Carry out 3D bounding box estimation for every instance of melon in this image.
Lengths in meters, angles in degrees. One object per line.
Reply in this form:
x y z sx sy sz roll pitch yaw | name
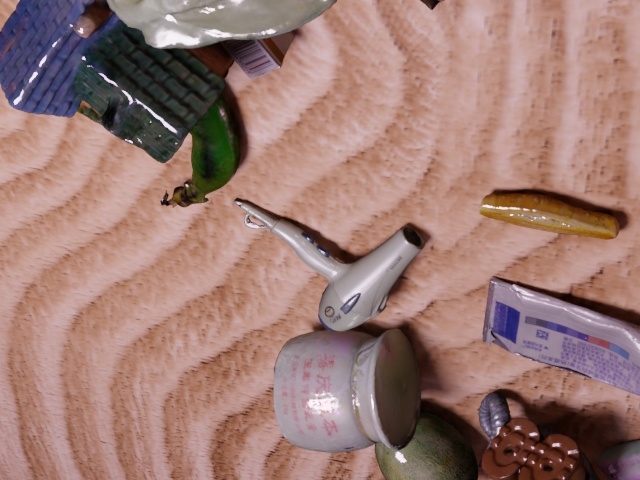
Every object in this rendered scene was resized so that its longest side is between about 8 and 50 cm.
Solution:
0.139 0.285 1.390 0.114 0.114 0.167 -22 121 41 | melon

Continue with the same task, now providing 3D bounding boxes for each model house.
-0.184 -0.156 0.952 0.183 0.172 0.166 36 108 -11 | model house

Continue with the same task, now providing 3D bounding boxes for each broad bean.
-0.169 -0.143 1.103 0.144 0.049 0.292 -9 130 29 | broad bean

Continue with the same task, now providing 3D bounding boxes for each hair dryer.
0.019 -0.002 1.191 0.167 0.067 0.199 -31 103 34 | hair dryer

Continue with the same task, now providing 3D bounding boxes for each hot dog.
0.225 -0.026 1.066 0.137 0.028 0.044 12 165 16 | hot dog

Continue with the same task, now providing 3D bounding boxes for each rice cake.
0.455 0.246 1.244 0.290 0.051 0.081 -24 121 42 | rice cake

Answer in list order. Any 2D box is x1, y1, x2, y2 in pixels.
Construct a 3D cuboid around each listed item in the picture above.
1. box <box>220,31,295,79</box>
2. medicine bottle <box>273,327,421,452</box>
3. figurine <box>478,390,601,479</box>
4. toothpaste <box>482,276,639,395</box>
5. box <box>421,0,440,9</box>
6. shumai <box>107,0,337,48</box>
-0.105 -0.241 0.961 0.039 0.055 0.218 -17 126 36 | box
0.035 0.179 1.292 0.143 0.147 0.147 -5 133 28 | medicine bottle
0.311 0.378 1.340 0.261 0.186 0.382 37 166 49 | figurine
0.312 0.120 1.174 0.282 0.068 0.099 19 111 19 | toothpaste
0.111 -0.278 0.673 0.071 0.240 0.159 31 140 -13 | box
-0.068 -0.254 0.722 0.330 0.292 0.288 19 127 41 | shumai
